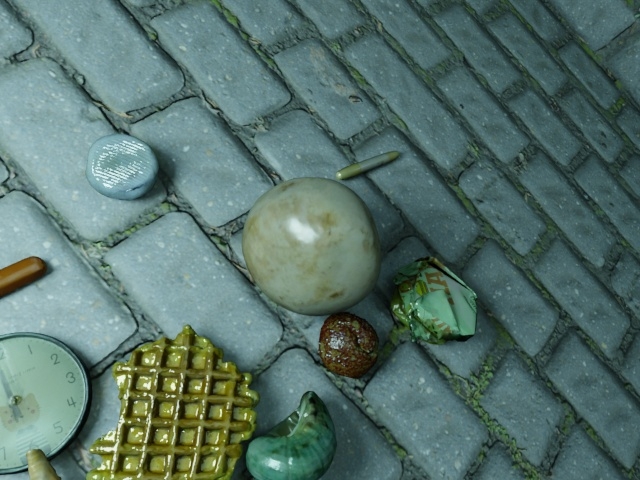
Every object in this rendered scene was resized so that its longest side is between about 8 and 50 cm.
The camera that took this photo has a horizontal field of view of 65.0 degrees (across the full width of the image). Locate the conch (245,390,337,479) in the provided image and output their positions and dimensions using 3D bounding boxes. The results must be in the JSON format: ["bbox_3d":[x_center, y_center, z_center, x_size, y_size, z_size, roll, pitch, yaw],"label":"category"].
[{"bbox_3d":[-0.053,0.382,0.925,0.188,0.176,0.122,-33,108,-10],"label":"conch"}]

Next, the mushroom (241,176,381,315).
[{"bbox_3d":[0.000,0.000,1.051,0.297,0.297,0.290,47,33,0],"label":"mushroom"}]

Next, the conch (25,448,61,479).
[{"bbox_3d":[-0.360,0.464,0.752,0.109,0.093,0.330,-20,89,-40],"label":"conch"}]

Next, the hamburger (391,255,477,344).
[{"bbox_3d":[0.254,0.159,1.176,0.214,0.125,0.235,30,55,-4],"label":"hamburger"}]

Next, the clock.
[{"bbox_3d":[-0.494,0.260,0.819,0.226,0.049,0.226,10,66,-22],"label":"clock"}]

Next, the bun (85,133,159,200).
[{"bbox_3d":[-0.400,-0.144,1.020,0.141,0.083,0.140,5,74,-17],"label":"bun"}]

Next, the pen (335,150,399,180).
[{"bbox_3d":[0.126,-0.197,1.321,0.233,0.040,0.032,-24,81,-36],"label":"pen"}]

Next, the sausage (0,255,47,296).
[{"bbox_3d":[-0.547,0.068,0.880,0.131,0.041,0.039,-33,63,-33],"label":"sausage"}]

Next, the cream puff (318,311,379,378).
[{"bbox_3d":[0.068,0.221,1.082,0.149,0.084,0.149,9,67,-23],"label":"cream puff"}]

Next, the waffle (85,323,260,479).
[{"bbox_3d":[-0.258,0.309,0.886,0.282,0.058,0.300,28,62,-1],"label":"waffle"}]
